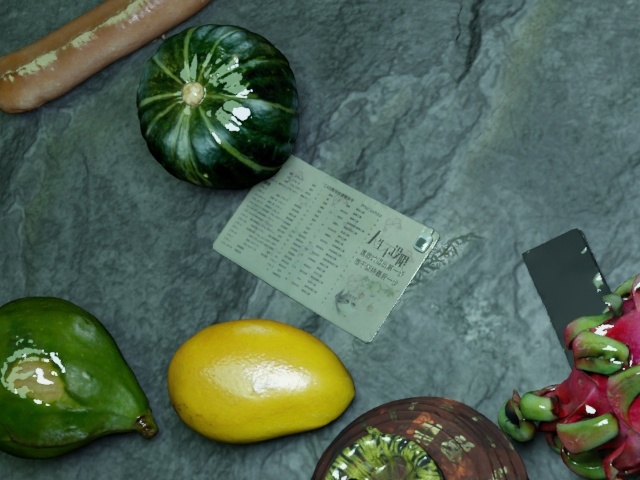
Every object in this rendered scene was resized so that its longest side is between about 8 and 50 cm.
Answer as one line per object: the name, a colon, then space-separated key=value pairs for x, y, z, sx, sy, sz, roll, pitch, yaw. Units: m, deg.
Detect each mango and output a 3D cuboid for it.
mango: x=-0.067 y=0.162 z=1.291 sx=0.219 sy=0.112 sz=0.144 roll=2 pitch=68 yaw=11

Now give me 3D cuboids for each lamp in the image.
lamp: x=0.093 y=0.270 z=1.105 sx=0.247 sy=0.247 sz=0.247 roll=-9 pitch=65 yaw=19

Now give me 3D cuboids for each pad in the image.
pad: x=0.000 y=0.000 z=1.387 sx=0.265 sy=0.009 sz=0.159 roll=30 pitch=82 yaw=31

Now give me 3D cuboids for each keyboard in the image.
keyboard: x=0.287 y=0.082 z=1.227 sx=0.074 sy=0.015 sz=0.196 roll=-27 pitch=60 yaw=14

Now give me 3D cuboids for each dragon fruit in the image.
dragon fruit: x=0.314 y=0.152 z=1.084 sx=0.273 sy=0.218 sz=0.198 roll=-53 pitch=38 yaw=24

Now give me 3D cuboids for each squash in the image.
squash: x=-0.125 y=-0.165 z=1.416 sx=0.218 sy=0.172 sz=0.218 roll=-5 pitch=70 yaw=15

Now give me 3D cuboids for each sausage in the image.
sausage: x=-0.285 y=-0.305 z=1.592 sx=0.419 sy=0.094 sz=0.094 roll=-31 pitch=56 yaw=8

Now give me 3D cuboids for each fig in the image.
fig: x=-0.308 y=0.178 z=1.362 sx=0.245 sy=0.195 sz=0.195 roll=22 pitch=75 yaw=-7
